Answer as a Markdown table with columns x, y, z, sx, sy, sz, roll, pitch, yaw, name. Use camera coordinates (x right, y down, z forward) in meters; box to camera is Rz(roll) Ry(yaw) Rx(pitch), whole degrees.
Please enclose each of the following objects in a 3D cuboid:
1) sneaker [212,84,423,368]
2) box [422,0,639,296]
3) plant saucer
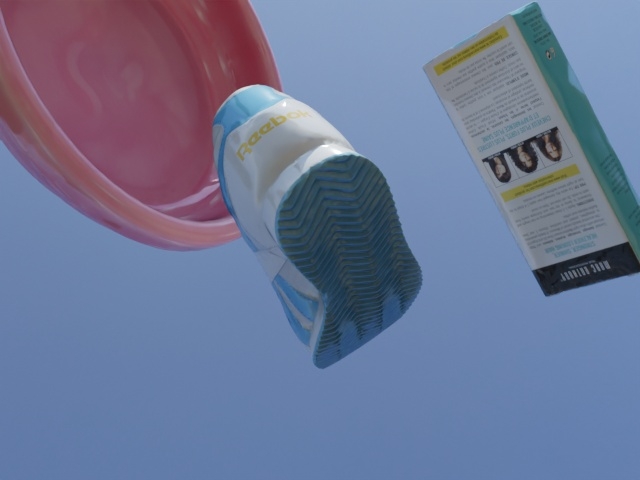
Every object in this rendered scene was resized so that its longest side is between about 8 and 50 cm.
| x | y | z | sx | sy | sz | roll | pitch | yaw | name |
| --- | --- | --- | --- | --- | --- | --- | --- | --- | --- |
| 0.000 | 0.000 | 0.472 | 0.087 | 0.228 | 0.092 | -33 | -123 | -12 | sneaker |
| 0.197 | -0.076 | 0.689 | 0.060 | 0.100 | 0.244 | -35 | -81 | -44 | box |
| -0.155 | -0.145 | 0.631 | 0.084 | 0.332 | 0.332 | -18 | -86 | 30 | plant saucer |
